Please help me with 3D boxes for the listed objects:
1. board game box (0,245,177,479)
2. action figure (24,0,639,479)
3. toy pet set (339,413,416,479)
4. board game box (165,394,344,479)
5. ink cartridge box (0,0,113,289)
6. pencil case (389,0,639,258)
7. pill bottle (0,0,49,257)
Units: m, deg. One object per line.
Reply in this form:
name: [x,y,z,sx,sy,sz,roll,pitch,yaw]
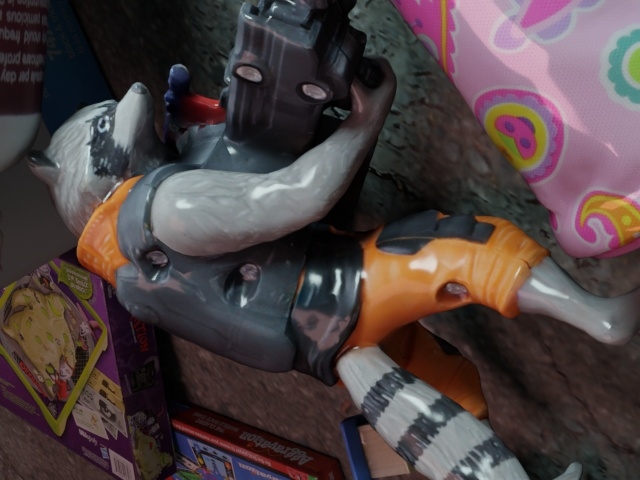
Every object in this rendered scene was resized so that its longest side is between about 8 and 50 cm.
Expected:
board game box: [-0.264,0.073,1.075,0.347,0.056,0.208,20,129,42]
action figure: [0.000,0.000,0.589,0.330,0.178,0.341,24,150,14]
toy pet set: [0.045,0.164,0.742,0.065,0.122,0.114,-22,82,48]
board game box: [-0.071,0.212,1.002,0.281,0.027,0.145,11,127,46]
ink cartridge box: [-0.306,-0.052,0.844,0.198,0.270,0.197,1,119,50]
pencil case: [0.070,-0.133,0.447,0.284,0.124,0.124,56,146,-2]
pill bottle: [-0.250,-0.151,0.603,0.224,0.224,0.392,13,101,45]
